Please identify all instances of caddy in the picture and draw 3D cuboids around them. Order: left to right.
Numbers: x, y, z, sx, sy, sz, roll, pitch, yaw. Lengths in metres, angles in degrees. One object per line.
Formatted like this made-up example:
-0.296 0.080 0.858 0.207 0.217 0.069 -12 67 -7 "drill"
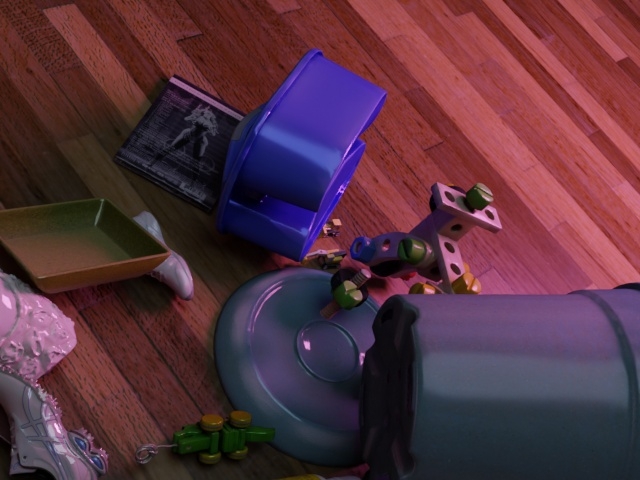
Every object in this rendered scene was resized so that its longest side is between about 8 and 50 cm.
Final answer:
-0.043 -0.134 1.371 0.179 0.241 0.341 27 46 4 "caddy"

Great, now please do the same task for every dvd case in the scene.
-0.205 -0.158 1.456 0.164 0.018 0.221 29 48 -6 "dvd case"

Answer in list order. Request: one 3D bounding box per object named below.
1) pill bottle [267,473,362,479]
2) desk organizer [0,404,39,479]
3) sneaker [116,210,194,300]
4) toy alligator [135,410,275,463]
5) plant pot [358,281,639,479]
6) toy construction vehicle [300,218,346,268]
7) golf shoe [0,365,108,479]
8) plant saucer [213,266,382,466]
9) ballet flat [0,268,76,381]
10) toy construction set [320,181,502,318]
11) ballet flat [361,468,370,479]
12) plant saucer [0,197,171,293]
-0.043 0.343 1.100 0.209 0.119 0.119 -1 57 -29 "pill bottle"
-0.351 0.221 1.068 0.130 0.047 0.050 36 49 -1 "desk organizer"
-0.231 0.030 1.283 0.061 0.053 0.152 -27 66 -31 "sneaker"
-0.149 0.247 1.164 0.190 0.056 0.051 -2 16 -29 "toy alligator"
0.237 0.205 1.149 0.334 0.341 0.341 6 53 -11 "plant pot"
0.000 0.000 1.441 0.098 0.035 0.086 -2 58 -31 "toy construction vehicle"
-0.319 0.216 1.017 0.176 0.069 0.086 43 58 6 "golf shoe"
0.004 0.164 1.316 0.318 0.043 0.317 15 50 -19 "plant saucer"
-0.481 0.053 1.059 0.409 0.147 0.147 25 48 -10 "ballet flat"
0.201 0.061 1.330 0.309 0.237 0.257 39 27 -12 "toy construction set"
0.143 0.414 1.181 0.096 0.095 0.280 -33 66 -32 "ballet flat"
-0.321 0.010 1.200 0.188 0.045 0.188 -11 32 -38 "plant saucer"
